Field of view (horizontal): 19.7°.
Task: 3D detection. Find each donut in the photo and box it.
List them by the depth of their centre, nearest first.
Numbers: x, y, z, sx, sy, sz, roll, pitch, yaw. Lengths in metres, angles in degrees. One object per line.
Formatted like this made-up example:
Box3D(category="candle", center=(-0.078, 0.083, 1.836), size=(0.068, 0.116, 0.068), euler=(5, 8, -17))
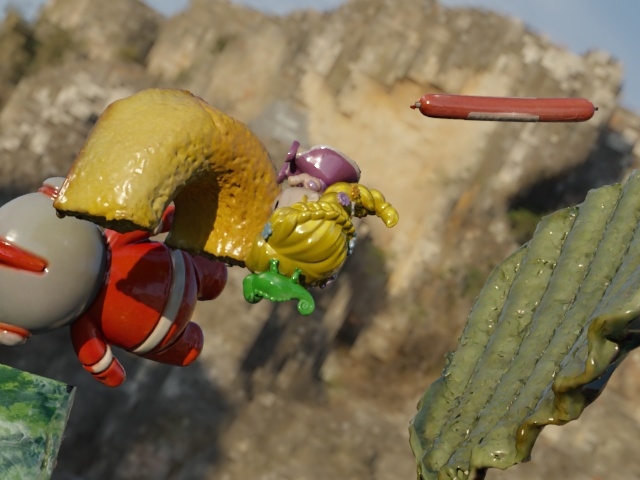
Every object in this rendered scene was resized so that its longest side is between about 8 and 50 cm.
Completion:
Box3D(category="donut", center=(-0.125, -0.065, 1.737), size=(0.101, 0.152, 0.259), euler=(12, -4, 43))

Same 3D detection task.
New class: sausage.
Box3D(category="sausage", center=(0.228, -0.162, 2.258), size=(0.253, 0.034, 0.034), euler=(1, 4, -20))

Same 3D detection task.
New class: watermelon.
Box3D(category="watermelon", center=(-0.305, 0.250, 1.505), size=(0.224, 0.305, 0.180), euler=(7, -16, 37))

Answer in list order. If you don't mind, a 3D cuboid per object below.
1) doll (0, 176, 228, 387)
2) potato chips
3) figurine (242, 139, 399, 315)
Box3D(category="doll", center=(-0.238, 0.038, 1.839), size=(0.336, 0.200, 0.105), euler=(18, 3, -45))
Box3D(category="potato chips", center=(0.217, 0.046, 1.537), size=(0.070, 0.429, 0.358), euler=(46, -47, -8))
Box3D(category="figurine", center=(0.000, 0.000, 1.593), size=(0.115, 0.156, 0.095), euler=(18, -38, 6))
